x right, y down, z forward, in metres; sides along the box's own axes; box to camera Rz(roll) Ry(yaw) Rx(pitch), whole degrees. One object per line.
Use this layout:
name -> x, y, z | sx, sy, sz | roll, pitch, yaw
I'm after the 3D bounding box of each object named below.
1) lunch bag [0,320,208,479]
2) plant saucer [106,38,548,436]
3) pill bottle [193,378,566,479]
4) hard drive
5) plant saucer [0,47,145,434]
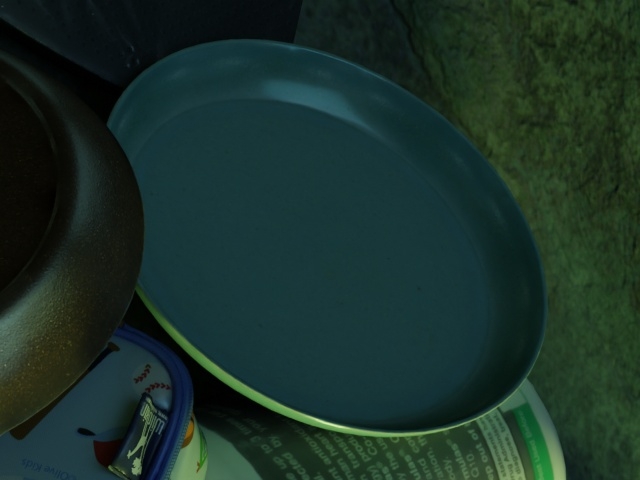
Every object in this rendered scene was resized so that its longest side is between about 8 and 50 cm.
lunch bag -> -0.217, 0.138, 1.003 | 0.115, 0.303, 0.243 | 85, 25, -59
plant saucer -> 0.000, 0.000, 1.216 | 0.317, 0.044, 0.318 | 17, 47, -19
pill bottle -> -0.025, 0.191, 1.212 | 0.361, 0.204, 0.204 | -18, 96, -42
hard drive -> -0.125, -0.177, 1.274 | 0.254, 0.054, 0.172 | 25, 69, -37
plant saucer -> -0.251, -0.015, 1.004 | 0.310, 0.310, 0.050 | -52, 160, -33
